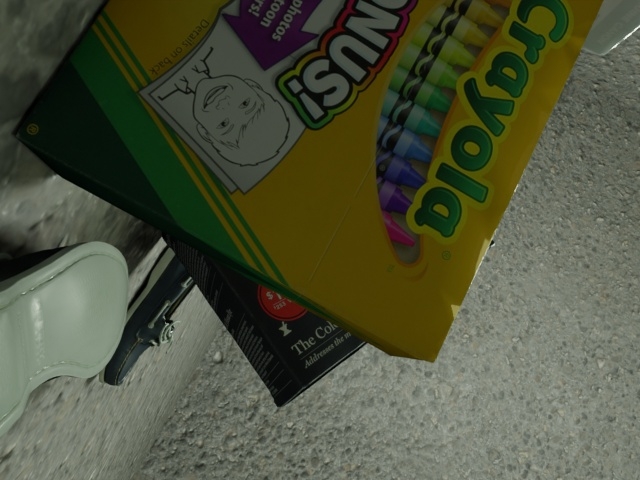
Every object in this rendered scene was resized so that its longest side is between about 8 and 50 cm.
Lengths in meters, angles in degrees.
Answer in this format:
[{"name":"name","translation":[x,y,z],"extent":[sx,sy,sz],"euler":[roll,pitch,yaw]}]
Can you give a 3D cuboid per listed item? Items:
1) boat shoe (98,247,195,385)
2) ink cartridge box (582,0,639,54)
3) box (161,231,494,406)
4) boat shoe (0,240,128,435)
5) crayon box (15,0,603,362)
[{"name":"boat shoe","translation":[-0.262,0.124,0.948],"extent":[0.254,0.079,0.095],"euler":[-62,-179,-15]},{"name":"ink cartridge box","translation":[0.170,-0.347,0.499],"extent":[0.091,0.385,0.308],"euler":[-63,-179,-13]},{"name":"box","translation":[0.000,0.000,0.840],"extent":[0.343,0.312,0.179],"euler":[-33,167,-23]},{"name":"boat shoe","translation":[-0.221,0.058,0.414],"extent":[0.302,0.091,0.114],"euler":[-28,119,-88]},{"name":"crayon box","translation":[0.016,-0.139,0.464],"extent":[0.362,0.313,0.106],"euler":[-62,180,-12]}]
